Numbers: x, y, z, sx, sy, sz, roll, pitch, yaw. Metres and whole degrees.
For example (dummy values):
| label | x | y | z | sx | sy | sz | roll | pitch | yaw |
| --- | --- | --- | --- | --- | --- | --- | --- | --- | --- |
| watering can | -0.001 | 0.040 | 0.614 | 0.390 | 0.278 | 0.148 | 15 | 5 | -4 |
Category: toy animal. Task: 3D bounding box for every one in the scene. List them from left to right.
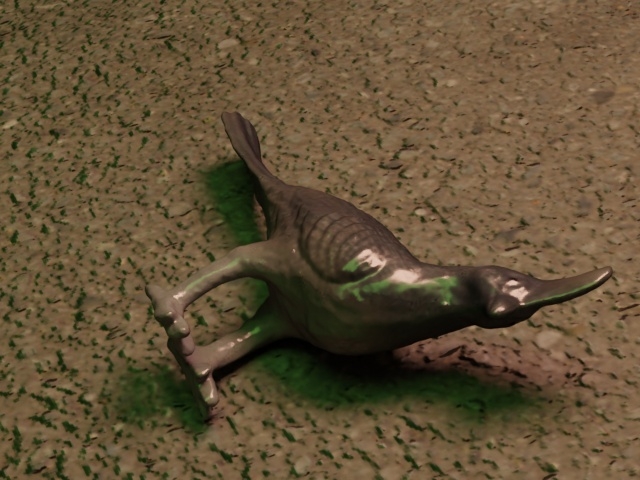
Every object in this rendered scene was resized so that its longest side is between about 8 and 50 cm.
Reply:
| label | x | y | z | sx | sy | sz | roll | pitch | yaw |
| --- | --- | --- | --- | --- | --- | --- | --- | --- | --- |
| toy animal | -0.016 | 0.023 | 1.053 | 0.206 | 0.081 | 0.367 | -34 | 35 | -24 |
